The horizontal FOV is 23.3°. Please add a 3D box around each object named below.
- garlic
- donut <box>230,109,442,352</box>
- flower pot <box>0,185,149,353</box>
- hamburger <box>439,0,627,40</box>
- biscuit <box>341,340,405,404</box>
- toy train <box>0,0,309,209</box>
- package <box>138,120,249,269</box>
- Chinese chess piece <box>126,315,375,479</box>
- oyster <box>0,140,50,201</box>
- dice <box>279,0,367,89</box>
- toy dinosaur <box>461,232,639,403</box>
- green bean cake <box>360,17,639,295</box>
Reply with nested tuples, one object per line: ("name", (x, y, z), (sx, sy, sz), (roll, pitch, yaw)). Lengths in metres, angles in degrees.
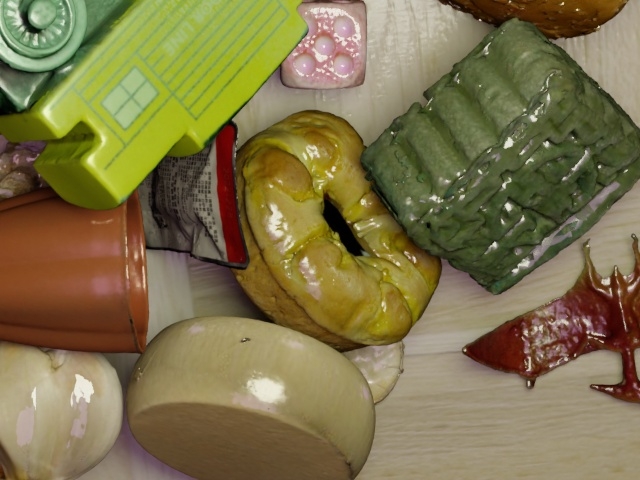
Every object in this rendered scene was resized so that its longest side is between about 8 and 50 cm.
("garlic", (-0.346, 0.171, 1.685), (0.281, 0.185, 0.203), (-8, 95, 22))
("donut", (0.000, 0.000, 1.632), (0.128, 0.208, 0.261), (-28, 99, 43))
("flower pot", (-0.270, 0.026, 1.591), (0.173, 0.190, 0.190), (-2, 103, -2))
("hamburger", (0.224, -0.320, 1.552), (0.245, 0.260, 0.211), (20, 87, 21))
("biscuit", (0.021, 0.129, 1.754), (0.152, 0.020, 0.152), (0, 102, -1))
("toy train", (-0.166, -0.228, 1.480), (0.272, 0.179, 0.442), (49, 67, -24))
("package", (-0.148, -0.053, 1.620), (0.030, 0.239, 0.154), (-15, 104, -32))
("Chinese chess piece", (-0.074, 0.182, 1.650), (0.273, 0.273, 0.102), (17, 61, -5))
("oyster", (-0.302, -0.032, 1.682), (0.163, 0.081, 0.191), (16, 101, -1))
("dice", (0.002, -0.209, 1.641), (0.091, 0.093, 0.094), (2, 102, -2))
("toy dinosaur", (0.327, 0.097, 1.707), (0.327, 0.113, 0.206), (16, 102, -3))
("green bean cake", (0.200, -0.076, 1.603), (0.241, 0.132, 0.255), (-44, 140, 12))
